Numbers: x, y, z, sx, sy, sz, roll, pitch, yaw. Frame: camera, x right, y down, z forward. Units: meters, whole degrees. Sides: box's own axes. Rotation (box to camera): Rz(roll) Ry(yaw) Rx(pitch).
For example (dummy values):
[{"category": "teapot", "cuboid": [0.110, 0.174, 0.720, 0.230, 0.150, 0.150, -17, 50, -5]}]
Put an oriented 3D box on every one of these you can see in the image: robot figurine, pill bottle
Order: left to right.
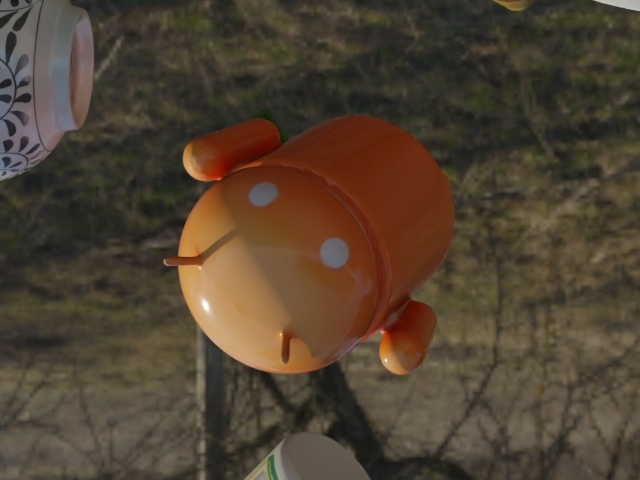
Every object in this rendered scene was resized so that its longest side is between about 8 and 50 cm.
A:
[{"category": "pill bottle", "cuboid": [-0.051, 0.287, 1.140, 0.208, 0.117, 0.118, -47, 146, 22]}, {"category": "robot figurine", "cuboid": [0.002, 0.001, 0.721, 0.128, 0.158, 0.219, -4, -162, 32]}]

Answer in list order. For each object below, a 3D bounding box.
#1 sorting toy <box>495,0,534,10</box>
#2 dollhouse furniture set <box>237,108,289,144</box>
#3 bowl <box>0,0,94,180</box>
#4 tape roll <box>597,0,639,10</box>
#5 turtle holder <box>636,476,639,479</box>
[{"category": "sorting toy", "cuboid": [0.220, -0.274, 0.810, 0.365, 0.127, 0.126, -40, 152, -3]}, {"category": "dollhouse furniture set", "cuboid": [-0.041, -0.055, 1.205, 0.076, 0.058, 0.151, -31, 140, -7]}, {"category": "bowl", "cuboid": [-0.185, -0.107, 0.733, 0.080, 0.170, 0.170, 4, 169, 1]}, {"category": "tape roll", "cuboid": [0.367, -0.374, 1.286, 0.392, 0.392, 0.072, 0, 134, -3]}, {"category": "turtle holder", "cuboid": [0.353, 0.224, 0.814, 0.320, 0.243, 0.227, -33, 174, 30]}]
